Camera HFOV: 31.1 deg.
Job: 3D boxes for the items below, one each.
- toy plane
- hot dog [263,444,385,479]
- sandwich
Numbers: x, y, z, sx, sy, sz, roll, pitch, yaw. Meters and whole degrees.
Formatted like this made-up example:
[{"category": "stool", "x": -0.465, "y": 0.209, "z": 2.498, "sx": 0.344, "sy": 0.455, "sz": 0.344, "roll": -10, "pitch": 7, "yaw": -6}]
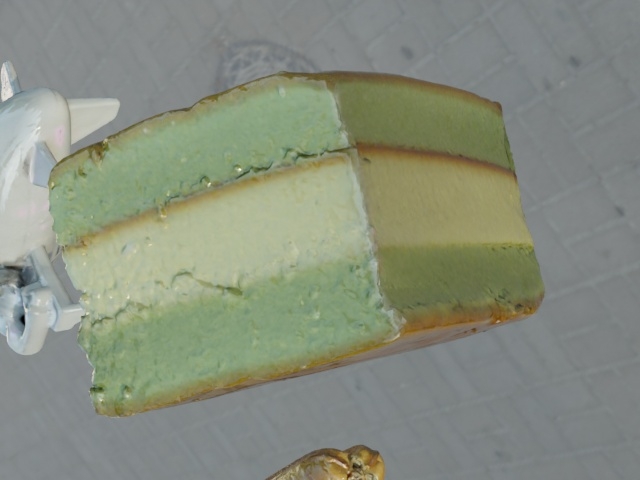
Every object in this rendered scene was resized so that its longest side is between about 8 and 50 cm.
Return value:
[{"category": "toy plane", "x": -0.254, "y": -0.031, "z": 0.950, "sx": 0.252, "sy": 0.118, "sz": 0.252, "roll": 11, "pitch": 104, "yaw": 52}, {"category": "hot dog", "x": -0.017, "y": 0.200, "z": 0.890, "sx": 0.165, "sy": 0.071, "sz": 0.045, "roll": -40, "pitch": 59, "yaw": 44}, {"category": "sandwich", "x": 0.000, "y": 0.000, "z": 0.521, "sx": 0.144, "sy": 0.187, "sz": 0.117, "roll": -16, "pitch": 83, "yaw": 29}]
